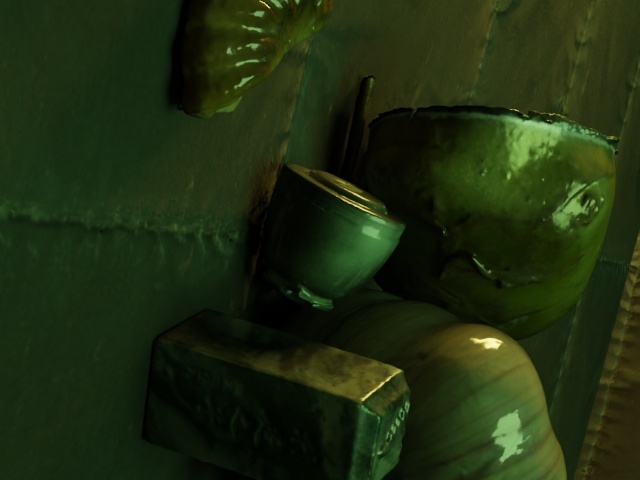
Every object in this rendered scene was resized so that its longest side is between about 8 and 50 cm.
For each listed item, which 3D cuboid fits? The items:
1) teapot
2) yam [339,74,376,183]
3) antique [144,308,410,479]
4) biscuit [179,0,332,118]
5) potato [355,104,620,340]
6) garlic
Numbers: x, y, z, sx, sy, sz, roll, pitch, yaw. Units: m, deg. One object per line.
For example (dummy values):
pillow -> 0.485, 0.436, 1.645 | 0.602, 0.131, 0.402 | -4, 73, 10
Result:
teapot -> -0.007, -0.003, 1.193 | 0.111, 0.149, 0.108 | 24, 98, -32
yam -> 0.033, -0.099, 1.311 | 0.014, 0.014, 0.107 | -12, 117, -67
antique -> -0.029, 0.124, 1.069 | 0.086, 0.183, 0.088 | -29, 130, -62
biscuit -> -0.040, -0.158, 1.019 | 0.183, 0.061, 0.118 | -49, 146, -48
potato -> 0.152, -0.006, 1.344 | 0.300, 0.246, 0.196 | 37, 56, -74
garlic -> 0.076, 0.189, 1.226 | 0.241, 0.322, 0.322 | -39, 149, -12
